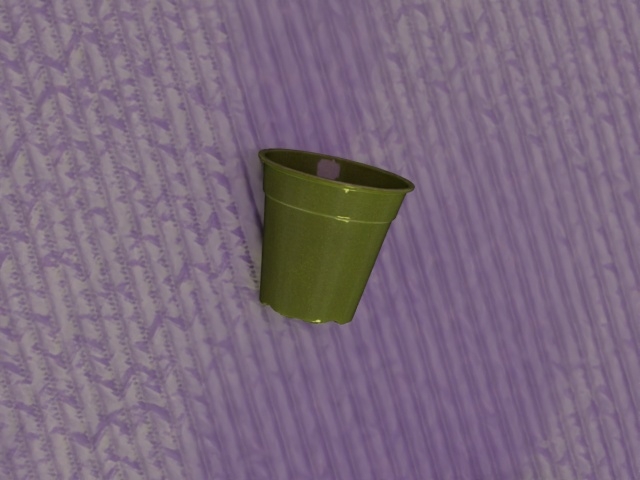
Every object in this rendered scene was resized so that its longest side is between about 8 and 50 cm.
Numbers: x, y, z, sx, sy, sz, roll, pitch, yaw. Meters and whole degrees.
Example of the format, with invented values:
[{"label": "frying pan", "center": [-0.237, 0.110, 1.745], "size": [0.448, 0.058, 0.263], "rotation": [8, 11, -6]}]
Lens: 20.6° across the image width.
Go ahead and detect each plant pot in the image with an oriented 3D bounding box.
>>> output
[{"label": "plant pot", "center": [0.000, 0.000, 0.921], "size": [0.083, 0.083, 0.079], "rotation": [11, 101, -12]}]
